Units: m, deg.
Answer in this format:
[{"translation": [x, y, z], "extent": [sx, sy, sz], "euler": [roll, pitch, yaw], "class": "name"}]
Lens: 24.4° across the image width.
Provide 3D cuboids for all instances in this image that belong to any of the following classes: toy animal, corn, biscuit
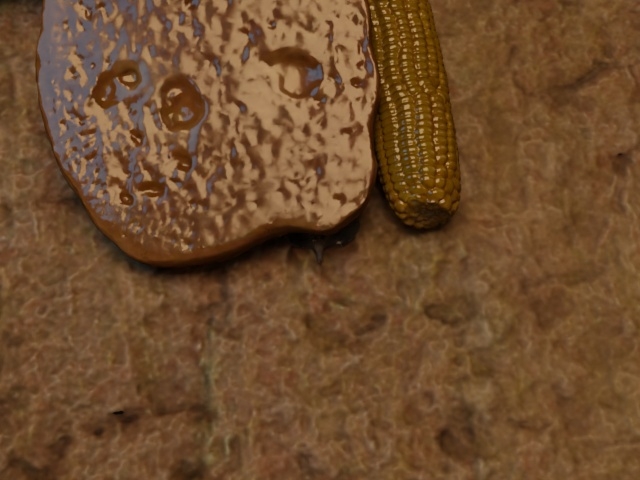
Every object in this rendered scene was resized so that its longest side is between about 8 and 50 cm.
[{"translation": [0.000, 0.000, 1.549], "extent": [0.084, 0.028, 0.050], "euler": [1, 61, 2], "class": "toy animal"}, {"translation": [0.091, -0.158, 1.588], "extent": [0.106, 0.106, 0.305], "euler": [-11, 65, -4], "class": "corn"}, {"translation": [-0.119, -0.169, 1.554], "extent": [0.365, 0.062, 0.385], "euler": [-11, 83, 7], "class": "biscuit"}]
